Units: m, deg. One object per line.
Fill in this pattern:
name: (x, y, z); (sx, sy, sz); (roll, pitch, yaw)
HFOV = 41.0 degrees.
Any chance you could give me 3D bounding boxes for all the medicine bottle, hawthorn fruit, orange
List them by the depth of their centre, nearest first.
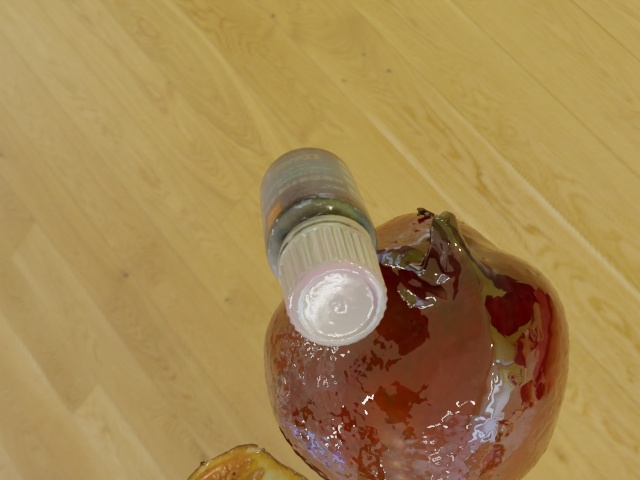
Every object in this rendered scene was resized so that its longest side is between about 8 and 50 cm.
medicine bottle: (0.000, 0.000, 0.629); (0.083, 0.203, 0.083); (-3, 117, -6)
hawthorn fruit: (0.099, 0.121, 0.813); (0.311, 0.295, 0.295); (-32, 78, 51)
orange: (-0.129, 0.467, 1.388); (0.310, 0.274, 0.274); (29, 108, 25)
